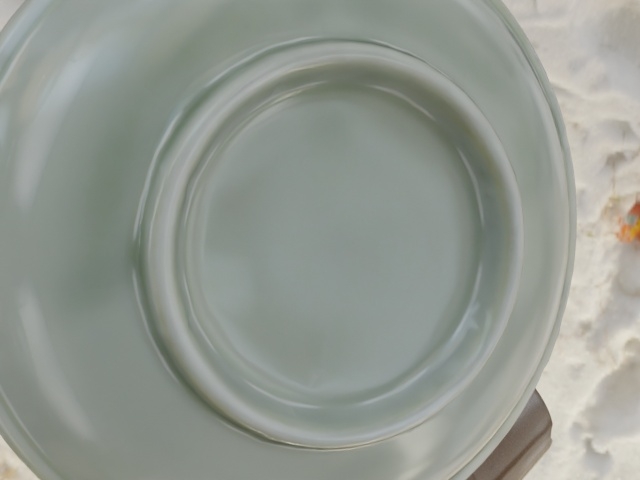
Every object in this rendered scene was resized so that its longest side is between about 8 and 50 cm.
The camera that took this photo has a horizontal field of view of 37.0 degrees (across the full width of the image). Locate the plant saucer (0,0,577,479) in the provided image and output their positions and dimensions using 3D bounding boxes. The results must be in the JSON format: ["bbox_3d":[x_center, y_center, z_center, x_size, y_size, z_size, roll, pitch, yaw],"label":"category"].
[{"bbox_3d":[0.000,0.000,0.537,0.400,0.400,0.100,48,166,-19],"label":"plant saucer"}]

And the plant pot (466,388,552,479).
[{"bbox_3d":[0.124,0.199,0.912,0.167,0.165,0.167,35,142,33],"label":"plant pot"}]
